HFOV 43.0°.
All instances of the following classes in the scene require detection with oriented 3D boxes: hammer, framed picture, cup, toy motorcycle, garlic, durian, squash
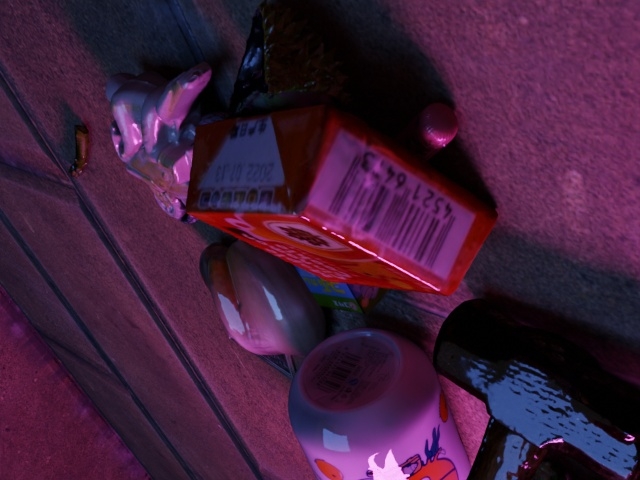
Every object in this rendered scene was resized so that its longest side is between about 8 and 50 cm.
[{"bbox_3d":[0.098,-0.097,0.762,0.043,0.043,0.083,46,152,-1],"label":"hammer"},{"bbox_3d":[0.180,0.286,0.880,0.242,0.095,0.409,34,113,34],"label":"hammer"},{"bbox_3d":[-0.121,0.179,1.491,0.183,0.011,0.142,28,149,30],"label":"framed picture"},{"bbox_3d":[0.086,0.281,1.122,0.212,0.212,0.317,17,141,43],"label":"cup"},{"bbox_3d":[-0.189,-0.133,1.050,0.223,0.108,0.340,54,154,-10],"label":"toy motorcycle"},{"bbox_3d":[-0.089,0.101,1.234,0.228,0.110,0.217,52,149,-12],"label":"garlic"},{"bbox_3d":[-0.023,-0.166,0.806,0.108,0.119,0.186,11,172,-16],"label":"durian"},{"bbox_3d":[0.297,0.356,1.081,0.077,0.068,0.219,43,160,45],"label":"squash"}]

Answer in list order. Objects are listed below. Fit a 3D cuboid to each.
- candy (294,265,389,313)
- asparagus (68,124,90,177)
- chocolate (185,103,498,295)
[{"bbox_3d":[0.000,0.000,1.012,0.097,0.062,0.194,4,132,51],"label":"candy"},{"bbox_3d":[-0.431,-0.153,1.447,0.034,0.027,0.236,50,154,1],"label":"asparagus"},{"bbox_3d":[0.010,-0.033,0.810,0.237,0.108,0.234,26,167,-36],"label":"chocolate"}]
